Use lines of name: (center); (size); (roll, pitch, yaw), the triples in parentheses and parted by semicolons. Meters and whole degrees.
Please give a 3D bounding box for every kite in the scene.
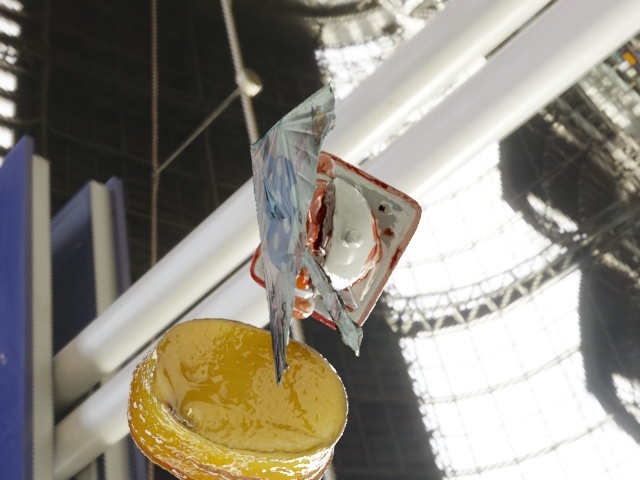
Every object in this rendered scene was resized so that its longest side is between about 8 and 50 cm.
kite: (-0.020, 0.001, 0.813); (0.011, 0.335, 0.314); (-5, -143, -19)

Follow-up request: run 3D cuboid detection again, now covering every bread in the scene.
bread: (-0.099, 0.205, 1.115); (0.269, 0.143, 0.195); (17, -131, -12)

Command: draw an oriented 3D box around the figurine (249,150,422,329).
figurine: (0.000, 0.000, 0.989); (0.160, 0.183, 0.226); (29, -177, 8)
